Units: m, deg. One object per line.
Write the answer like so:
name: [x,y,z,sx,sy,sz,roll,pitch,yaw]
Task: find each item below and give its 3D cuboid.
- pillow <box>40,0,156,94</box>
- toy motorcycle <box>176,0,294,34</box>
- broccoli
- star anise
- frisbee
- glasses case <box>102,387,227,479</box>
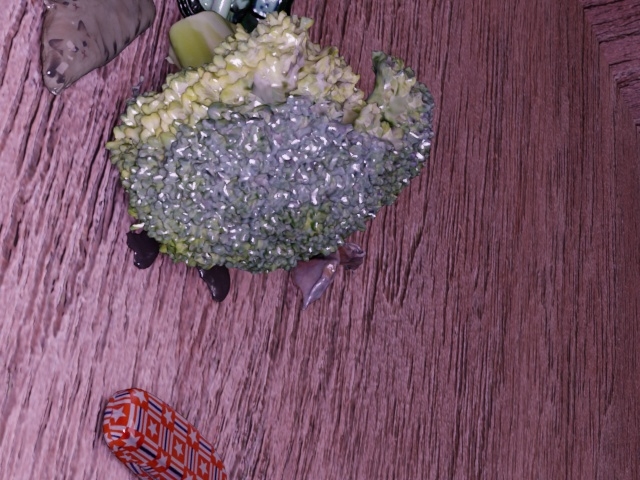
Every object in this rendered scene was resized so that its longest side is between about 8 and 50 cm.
pillow: [-0.231,-0.226,1.597,0.093,0.051,0.241,69,28,-19]
toy motorcycle: [-0.028,-0.348,1.796,0.196,0.331,0.125,30,16,-6]
broccoli: [-0.039,-0.131,1.635,0.375,0.249,0.302,-15,81,-25]
star anise: [-0.004,-0.016,1.981,0.208,0.063,0.171,-33,107,-65]
frisbee: [-0.159,-0.010,1.697,0.211,0.012,0.187,70,25,-16]
glasses case: [-0.155,0.209,1.552,0.194,0.049,0.073,50,34,-46]
